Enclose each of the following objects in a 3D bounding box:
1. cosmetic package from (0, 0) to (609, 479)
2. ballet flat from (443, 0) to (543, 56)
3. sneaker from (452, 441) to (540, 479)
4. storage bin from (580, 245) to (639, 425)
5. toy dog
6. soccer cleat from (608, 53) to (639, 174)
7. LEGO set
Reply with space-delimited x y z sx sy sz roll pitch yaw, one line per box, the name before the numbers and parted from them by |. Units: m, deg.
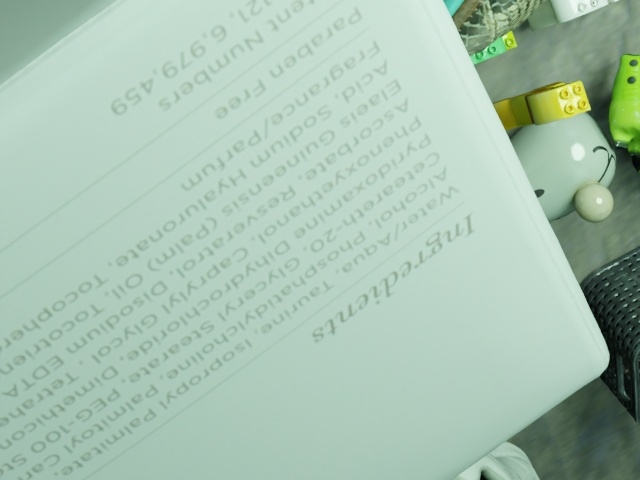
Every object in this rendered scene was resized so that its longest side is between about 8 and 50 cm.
cosmetic package | -0.119 -0.043 0.838 0.327 0.329 0.394 -36 141 -1
ballet flat | 0.158 -0.302 0.948 0.182 0.164 0.483 -25 151 -49
sneaker | 0.132 0.217 1.458 0.090 0.115 0.232 -44 141 10
storage bin | 0.308 0.055 1.450 0.180 0.084 0.122 -27 141 -10
toy dog | 0.087 0.070 1.240 0.220 0.161 0.334 3 128 -39
soccer cleat | 0.249 -0.084 1.288 0.060 0.072 0.179 0 168 23
LEGO set | 0.111 -0.098 1.116 0.227 0.093 0.087 -23 96 -17
